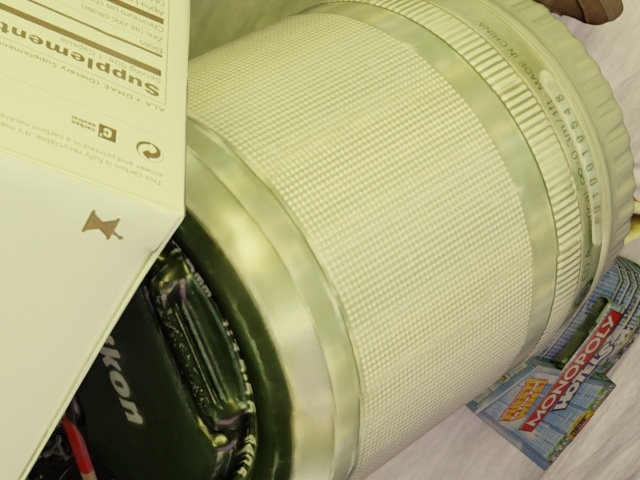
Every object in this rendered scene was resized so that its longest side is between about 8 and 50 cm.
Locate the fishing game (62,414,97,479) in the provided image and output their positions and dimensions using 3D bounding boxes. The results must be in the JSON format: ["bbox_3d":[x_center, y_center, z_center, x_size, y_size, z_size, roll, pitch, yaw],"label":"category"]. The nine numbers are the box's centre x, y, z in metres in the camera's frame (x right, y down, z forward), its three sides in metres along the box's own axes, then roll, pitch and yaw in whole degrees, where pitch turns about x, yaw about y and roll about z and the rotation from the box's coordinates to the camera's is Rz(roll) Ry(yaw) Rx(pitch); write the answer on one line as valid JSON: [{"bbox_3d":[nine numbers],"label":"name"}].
[{"bbox_3d":[-0.045,0.078,0.902,0.264,0.041,0.189,-44,143,-34],"label":"fishing game"}]

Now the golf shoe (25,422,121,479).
[{"bbox_3d":[-0.161,0.179,0.942,0.198,0.077,0.094,-50,169,6],"label":"golf shoe"}]

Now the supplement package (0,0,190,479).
[{"bbox_3d":[-0.191,0.006,0.525,0.204,0.145,0.262,20,125,-20],"label":"supplement package"}]

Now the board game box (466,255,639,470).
[{"bbox_3d":[0.185,0.095,1.224,0.194,0.060,0.194,-54,147,14],"label":"board game box"}]

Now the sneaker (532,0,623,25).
[{"bbox_3d":[0.112,-0.169,0.866,0.071,0.066,0.188,-35,145,16],"label":"sneaker"}]

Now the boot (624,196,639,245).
[{"bbox_3d":[0.172,-0.030,1.051,0.158,0.084,0.059,-1,129,-45],"label":"boot"}]

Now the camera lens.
[{"bbox_3d":[0.000,0.000,0.749,0.274,0.219,0.219,-30,145,-37],"label":"camera lens"}]
